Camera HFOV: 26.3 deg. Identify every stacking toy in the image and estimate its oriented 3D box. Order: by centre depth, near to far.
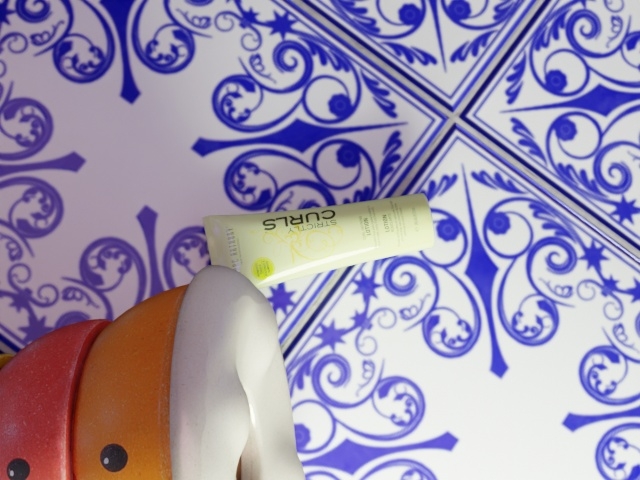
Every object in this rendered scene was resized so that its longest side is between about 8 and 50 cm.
[{"bbox_3d":[-0.272,0.218,1.296,0.480,0.350,0.350,-6,79,9],"label":"stacking toy"}]

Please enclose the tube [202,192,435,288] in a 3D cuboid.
[{"bbox_3d":[0.000,0.000,1.462,0.240,0.062,0.070,-9,39,-5],"label":"tube"}]
